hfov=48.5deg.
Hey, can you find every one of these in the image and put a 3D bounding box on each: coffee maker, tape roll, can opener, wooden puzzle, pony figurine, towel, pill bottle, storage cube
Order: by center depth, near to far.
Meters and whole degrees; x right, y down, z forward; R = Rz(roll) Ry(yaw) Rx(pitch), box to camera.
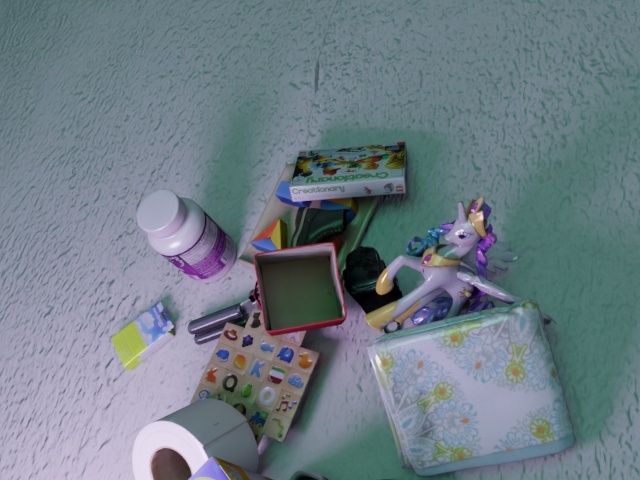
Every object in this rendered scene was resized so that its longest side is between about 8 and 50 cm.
[{"bbox_3d":[0.313,0.320,1.501,0.375,0.090,0.320,-16,99,14],"label":"towel"},{"bbox_3d":[0.316,0.090,1.599,0.363,0.351,0.302,-47,37,18],"label":"pony figurine"},{"bbox_3d":[-0.290,0.508,1.643,0.246,0.169,0.246,5,100,30],"label":"tape roll"},{"bbox_3d":[-0.049,0.120,1.688,0.215,0.193,0.183,-10,80,-2],"label":"storage cube"},{"bbox_3d":[0.138,0.121,1.727,0.120,0.178,0.171,-36,56,2],"label":"coffee maker"},{"bbox_3d":[-0.218,0.194,1.916,0.284,0.076,0.095,-21,26,12],"label":"can opener"},{"bbox_3d":[-0.366,-0.013,1.933,0.169,0.301,0.169,-10,60,18],"label":"pill bottle"},{"bbox_3d":[-0.036,-0.051,1.950,0.322,0.080,0.347,18,72,29],"label":"wooden puzzle"}]

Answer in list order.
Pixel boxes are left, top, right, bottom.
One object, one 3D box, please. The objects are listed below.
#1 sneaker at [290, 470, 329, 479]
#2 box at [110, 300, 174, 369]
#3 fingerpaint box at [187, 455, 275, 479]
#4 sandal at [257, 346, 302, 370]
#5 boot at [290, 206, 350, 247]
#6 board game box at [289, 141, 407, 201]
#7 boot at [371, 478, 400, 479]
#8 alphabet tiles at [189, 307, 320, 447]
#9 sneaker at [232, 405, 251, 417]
[{"bbox_3d":[0.035,0.600,1.488,0.112,0.131,0.319,-50,36,-10],"label":"sneaker"},{"bbox_3d":[-0.492,0.266,1.993,0.178,0.042,0.109,-38,57,0],"label":"box"},{"bbox_3d":[-0.069,0.673,1.406,0.163,0.371,0.445,-45,57,-5],"label":"fingerpaint box"},{"bbox_3d":[-0.148,0.303,1.831,0.255,0.054,0.097,-6,52,23],"label":"sandal"},{"bbox_3d":[0.000,0.000,1.833,0.137,0.077,0.197,-1,69,18],"label":"boot"},{"bbox_3d":[0.080,-0.187,1.921,0.305,0.053,0.193,-4,37,10],"label":"board game box"},{"bbox_3d":[0.197,0.629,1.492,0.284,0.109,0.220,7,70,18],"label":"boot"},{"bbox_3d":[-0.165,0.344,1.763,0.285,0.011,0.342,13,69,28],"label":"alphabet tiles"},{"bbox_3d":[-0.156,0.436,1.753,0.152,0.061,0.053,-1,62,21],"label":"sneaker"}]
